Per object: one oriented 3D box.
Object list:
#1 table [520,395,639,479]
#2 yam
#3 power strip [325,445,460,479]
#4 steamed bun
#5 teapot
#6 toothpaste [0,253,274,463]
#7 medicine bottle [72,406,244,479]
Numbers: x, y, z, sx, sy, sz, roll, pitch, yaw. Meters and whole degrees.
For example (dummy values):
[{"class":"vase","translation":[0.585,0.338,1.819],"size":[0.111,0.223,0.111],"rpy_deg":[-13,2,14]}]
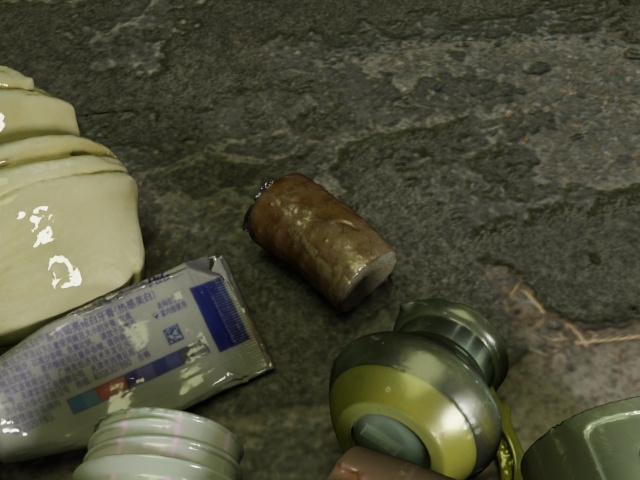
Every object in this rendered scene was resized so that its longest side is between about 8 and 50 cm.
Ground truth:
[{"class":"table","translation":[0.212,0.220,0.498],"size":[0.126,0.126,0.220],"rpy_deg":[-11,50,-3]},{"class":"yam","translation":[0.001,0.001,0.734],"size":[0.084,0.084,0.127],"rpy_deg":[-37,61,-23]},{"class":"power strip","translation":[0.034,0.210,0.510],"size":[0.078,0.154,0.154],"rpy_deg":[14,53,18]},{"class":"steamed bun","translation":[-0.306,-0.032,0.707],"size":[0.276,0.203,0.289],"rpy_deg":[-31,55,-19]},{"class":"teapot","translation":[0.087,0.123,0.607],"size":[0.165,0.130,0.119],"rpy_deg":[45,45,-2]},{"class":"toothpaste","translation":[-0.180,0.104,0.646],"size":[0.282,0.099,0.068],"rpy_deg":[-23,21,-25]},{"class":"medicine bottle","translation":[-0.118,0.267,0.496],"size":[0.179,0.124,0.324],"rpy_deg":[1,52,4]}]
